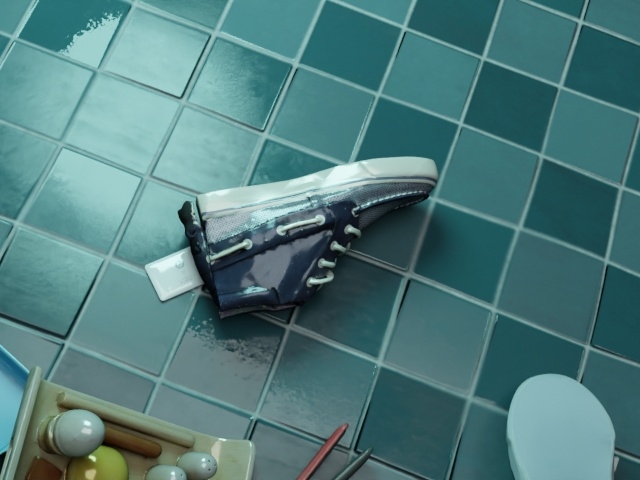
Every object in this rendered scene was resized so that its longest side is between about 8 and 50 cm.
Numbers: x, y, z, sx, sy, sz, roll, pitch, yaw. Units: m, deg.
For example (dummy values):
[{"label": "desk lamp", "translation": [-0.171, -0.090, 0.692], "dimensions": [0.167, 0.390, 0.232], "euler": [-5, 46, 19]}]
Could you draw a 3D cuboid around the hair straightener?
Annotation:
[{"label": "hair straightener", "translation": [-0.012, 0.326, 1.199], "dimensions": [0.089, 0.047, 0.230], "euler": [40, 67, 9]}]

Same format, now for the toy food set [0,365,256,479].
[{"label": "toy food set", "translation": [-0.207, 0.283, 1.097], "dimensions": [0.306, 0.092, 0.220], "euler": [28, 60, -36]}]

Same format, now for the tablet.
[{"label": "tablet", "translation": [-0.177, 0.039, 1.317], "dimensions": [0.083, 0.006, 0.054], "euler": [-23, 72, -18]}]

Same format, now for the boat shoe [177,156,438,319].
[{"label": "boat shoe", "translation": [0.000, 0.000, 1.311], "dimensions": [0.340, 0.127, 0.158], "euler": [-12, 78, -7]}]

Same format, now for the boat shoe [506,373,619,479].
[{"label": "boat shoe", "translation": [0.293, 0.331, 1.204], "dimensions": [0.135, 0.157, 0.367], "euler": [-1, 39, -4]}]

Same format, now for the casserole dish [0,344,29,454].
[{"label": "casserole dish", "translation": [-0.408, 0.176, 1.208], "dimensions": [0.188, 0.037, 0.114], "euler": [40, 68, 9]}]
